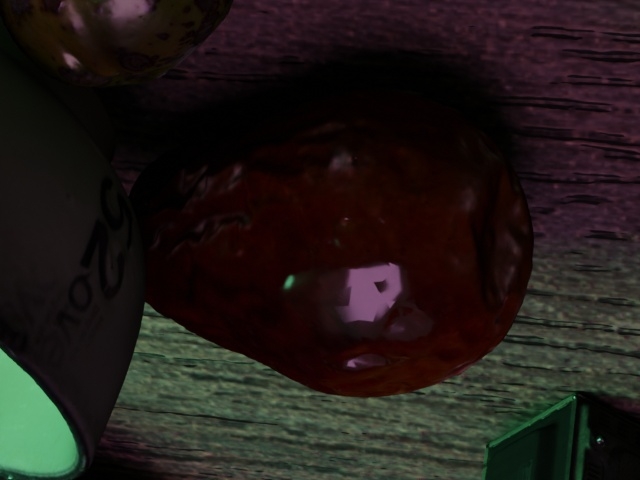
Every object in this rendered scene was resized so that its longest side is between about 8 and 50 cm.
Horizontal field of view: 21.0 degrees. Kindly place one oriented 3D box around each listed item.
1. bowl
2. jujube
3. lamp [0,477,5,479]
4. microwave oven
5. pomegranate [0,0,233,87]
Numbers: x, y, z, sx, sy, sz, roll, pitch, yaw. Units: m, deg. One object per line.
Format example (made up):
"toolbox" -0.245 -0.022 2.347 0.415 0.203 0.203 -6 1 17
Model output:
"bowl" -0.240 -0.029 1.010 0.354 0.185 0.354 25 154 13
"jujube" 0.000 0.000 1.050 0.255 0.190 0.190 8 145 34
"lamp" -0.268 0.232 1.391 0.301 0.247 0.247 22 111 -23
"microwave oven" 0.200 0.239 1.250 0.163 0.205 0.129 29 139 -22
"pomegranate" -0.119 -0.153 0.910 0.138 0.125 0.163 -8 139 42
